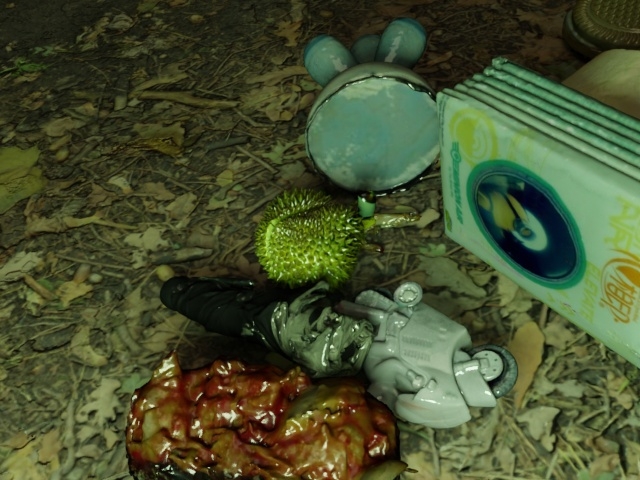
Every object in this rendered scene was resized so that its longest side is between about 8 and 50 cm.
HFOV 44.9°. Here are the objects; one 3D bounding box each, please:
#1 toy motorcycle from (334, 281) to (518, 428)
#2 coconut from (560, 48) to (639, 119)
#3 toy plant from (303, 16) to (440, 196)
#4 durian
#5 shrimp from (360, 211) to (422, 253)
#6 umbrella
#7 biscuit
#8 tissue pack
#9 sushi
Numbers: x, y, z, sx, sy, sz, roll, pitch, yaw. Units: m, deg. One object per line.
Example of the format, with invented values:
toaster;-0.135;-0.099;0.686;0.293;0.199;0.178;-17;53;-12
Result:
toy motorcycle;0.111;0.156;0.988;0.260;0.110;0.171;26;66;37
coconut;0.444;-0.159;1.157;0.244;0.239;0.239;-35;50;-24
toy plant;0.088;-0.260;1.334;0.247;0.247;0.332;-6;40;4
durian;-0.014;0.002;1.135;0.159;0.146;0.198;15;29;12
shrimp;0.104;-0.013;1.213;0.114;0.023;0.083;-9;47;9
umbrella;-0.090;0.094;1.040;0.358;0.106;0.113;13;13;40
biscuit;0.604;-0.424;1.503;0.259;0.079;0.259;-5;44;5
tissue pack;0.334;-0.038;1.011;0.162;0.287;0.388;-36;50;-19
sushi;-0.056;0.245;0.869;0.344;0.181;0.196;3;52;16
